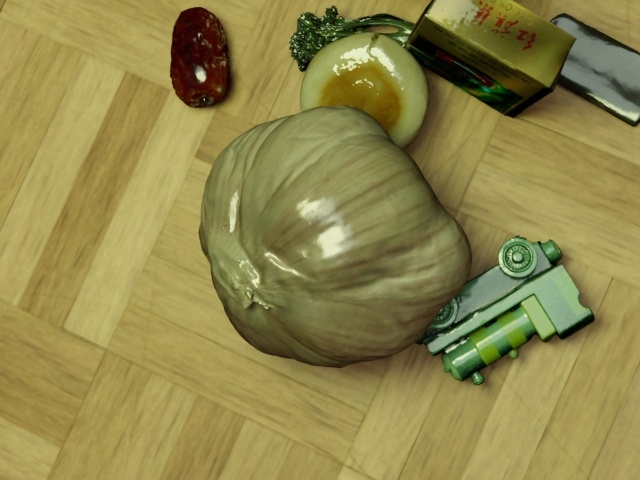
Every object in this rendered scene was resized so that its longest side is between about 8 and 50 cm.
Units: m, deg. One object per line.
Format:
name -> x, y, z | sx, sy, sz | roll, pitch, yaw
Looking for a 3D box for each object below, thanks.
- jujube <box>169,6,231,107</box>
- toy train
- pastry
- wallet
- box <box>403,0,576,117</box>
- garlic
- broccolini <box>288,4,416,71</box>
jujube -> -0.153, -0.229, 1.678 | 0.077, 0.077, 0.129 | -11, 75, 10
toy train -> 0.204, 0.083, 1.557 | 0.200, 0.083, 0.132 | -32, 80, 7
pastry -> 0.055, -0.172, 1.596 | 0.156, 0.092, 0.156 | 5, 116, 10
wallet -> 0.329, -0.205, 1.603 | 0.156, 0.018, 0.082 | 31, 90, 14
box -> 0.183, -0.216, 1.506 | 0.159, 0.240, 0.071 | 28, 87, -1
garlic -> 0.000, 0.000, 1.490 | 0.259, 0.317, 0.317 | -24, 74, -35
broccolini -> 0.062, -0.243, 1.656 | 0.202, 0.068, 0.091 | -1, 95, -4
